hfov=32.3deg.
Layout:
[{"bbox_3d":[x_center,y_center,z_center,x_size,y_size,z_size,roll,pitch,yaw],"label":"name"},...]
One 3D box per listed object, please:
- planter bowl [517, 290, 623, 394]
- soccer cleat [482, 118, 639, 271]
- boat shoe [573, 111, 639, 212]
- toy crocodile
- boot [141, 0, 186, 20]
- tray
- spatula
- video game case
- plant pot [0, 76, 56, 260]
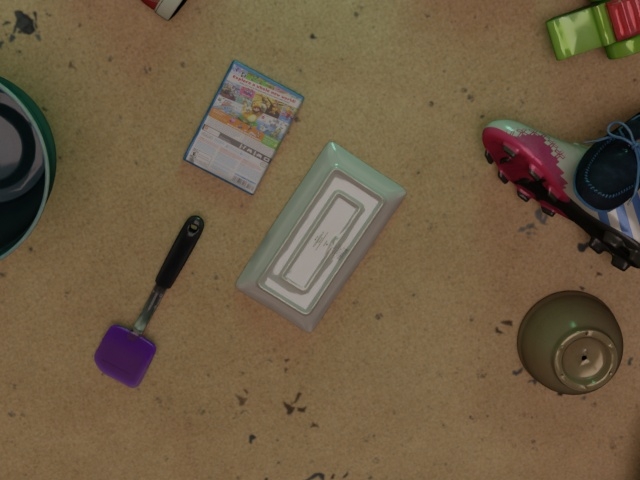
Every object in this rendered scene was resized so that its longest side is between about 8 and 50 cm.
[{"bbox_3d":[0.390,0.167,1.687,0.162,0.109,0.162,0,102,-2],"label":"planter bowl"},{"bbox_3d":[0.390,-0.094,1.644,0.331,0.116,0.143,38,76,-7],"label":"soccer cleat"},{"bbox_3d":[0.443,-0.139,1.569,0.109,0.089,0.258,40,53,5],"label":"boat shoe"},{"bbox_3d":[0.493,-0.337,1.585,0.340,0.105,0.115,-15,102,1],"label":"toy crocodile"},{"bbox_3d":[-0.208,-0.456,1.542,0.176,0.088,0.244,40,101,-8],"label":"boot"},{"bbox_3d":[0.000,0.000,1.675,0.145,0.030,0.270,32,99,-10],"label":"tray"},{"bbox_3d":[-0.253,0.090,1.683,0.084,0.030,0.296,28,100,-6],"label":"spatula"},{"bbox_3d":[-0.114,-0.166,1.642,0.119,0.015,0.166,27,100,-7],"label":"video game case"},{"bbox_3d":[-0.484,-0.116,1.515,0.271,0.255,0.272,-1,103,-2],"label":"plant pot"}]
